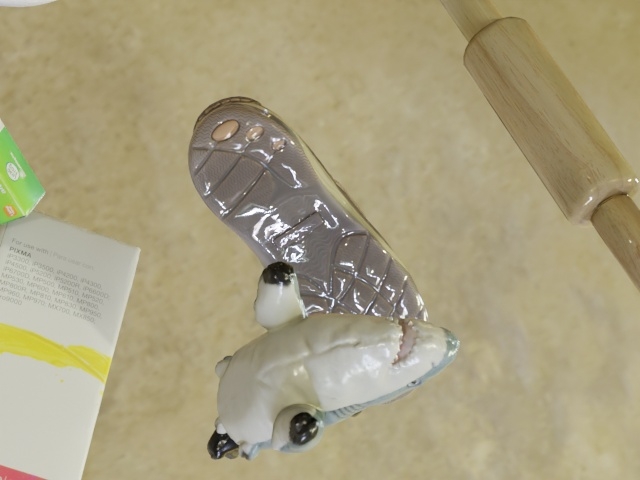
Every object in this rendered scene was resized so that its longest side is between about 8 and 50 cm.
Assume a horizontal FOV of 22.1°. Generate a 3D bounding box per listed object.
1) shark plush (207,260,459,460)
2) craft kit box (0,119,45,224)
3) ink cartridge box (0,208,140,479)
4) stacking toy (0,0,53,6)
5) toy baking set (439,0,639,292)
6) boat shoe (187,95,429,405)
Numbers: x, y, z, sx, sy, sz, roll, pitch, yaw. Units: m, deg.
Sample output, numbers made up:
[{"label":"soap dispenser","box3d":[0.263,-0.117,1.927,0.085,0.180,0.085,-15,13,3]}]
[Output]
[{"label":"shark plush","box3d":[-0.006,0.073,0.684,0.067,0.161,0.073,0,56,-26]},{"label":"craft kit box","box3d":[-0.442,-0.103,1.647,0.250,0.246,0.061,61,31,-21]},{"label":"ink cartridge box","box3d":[-0.344,0.194,1.795,0.160,0.279,0.385,19,60,-15]},{"label":"stacking toy","box3d":[-0.083,-0.351,1.019,0.350,0.350,0.480,41,82,-23]},{"label":"toy baking set","box3d":[0.163,-0.069,0.603,0.256,0.196,0.030,64,1,27]},{"label":"boat shoe","box3d":[0.000,0.000,1.586,0.355,0.132,0.130,59,10,-23]}]
